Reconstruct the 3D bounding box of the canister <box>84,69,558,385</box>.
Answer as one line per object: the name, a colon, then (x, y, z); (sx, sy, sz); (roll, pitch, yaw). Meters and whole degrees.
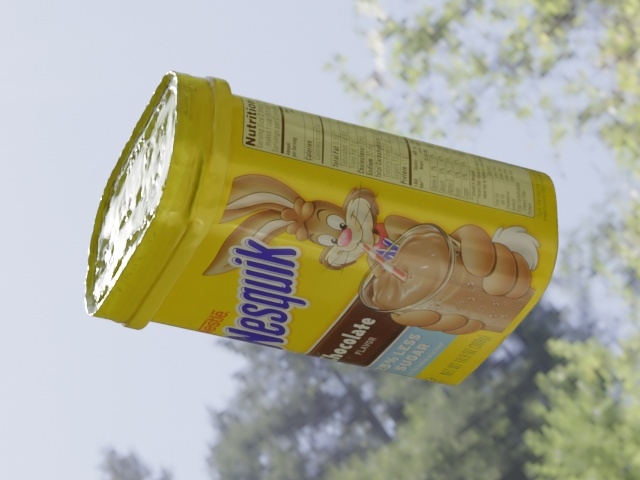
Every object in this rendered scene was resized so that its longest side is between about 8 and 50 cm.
canister: (0.000, 0.000, 0.840); (0.170, 0.073, 0.126); (13, -35, -17)
